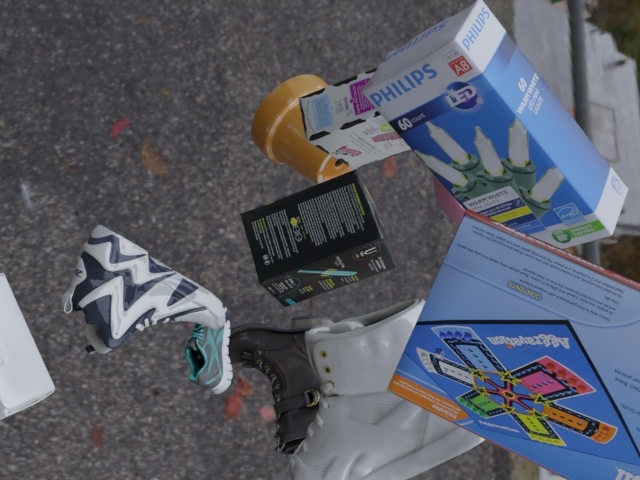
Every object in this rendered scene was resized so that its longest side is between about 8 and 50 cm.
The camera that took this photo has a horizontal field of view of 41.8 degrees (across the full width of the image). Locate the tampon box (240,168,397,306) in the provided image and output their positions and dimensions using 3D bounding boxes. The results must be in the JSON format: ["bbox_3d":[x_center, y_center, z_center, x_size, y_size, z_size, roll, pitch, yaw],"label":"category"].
[{"bbox_3d":[0.000,0.000,1.069,0.120,0.161,0.101,56,15,-66],"label":"tampon box"}]

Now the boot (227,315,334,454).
[{"bbox_3d":[-0.073,0.258,1.459,0.091,0.263,0.229,51,30,-57],"label":"boot"}]

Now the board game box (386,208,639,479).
[{"bbox_3d":[0.201,0.101,0.574,0.145,0.281,0.027,-68,167,13],"label":"board game box"}]

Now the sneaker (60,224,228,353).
[{"bbox_3d":[-0.245,0.100,1.134,0.235,0.094,0.153,39,80,-41],"label":"sneaker"}]

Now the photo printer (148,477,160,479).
[{"bbox_3d":[-0.439,0.690,1.780,0.307,0.107,0.256,-25,110,-43],"label":"photo printer"}]

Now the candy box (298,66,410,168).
[{"bbox_3d":[0.110,-0.183,1.162,0.159,0.233,0.071,22,53,-62],"label":"candy box"}]

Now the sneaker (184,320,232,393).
[{"bbox_3d":[-0.191,0.167,1.383,0.076,0.065,0.166,22,47,-49],"label":"sneaker"}]

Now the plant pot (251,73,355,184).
[{"bbox_3d":[-0.013,-0.218,1.794,0.205,0.205,0.188,-7,47,-48],"label":"plant pot"}]

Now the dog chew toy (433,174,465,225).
[{"bbox_3d":[0.346,-0.147,1.685,0.206,0.207,0.332,68,26,-14],"label":"dog chew toy"}]

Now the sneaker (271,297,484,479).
[{"bbox_3d":[0.018,0.168,0.831,0.169,0.292,0.108,56,21,0],"label":"sneaker"}]

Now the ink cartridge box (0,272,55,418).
[{"bbox_3d":[-0.573,0.200,1.276,0.207,0.283,0.117,66,23,1],"label":"ink cartridge box"}]

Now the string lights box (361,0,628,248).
[{"bbox_3d":[0.181,-0.103,0.859,0.259,0.133,0.077,45,53,-19],"label":"string lights box"}]
